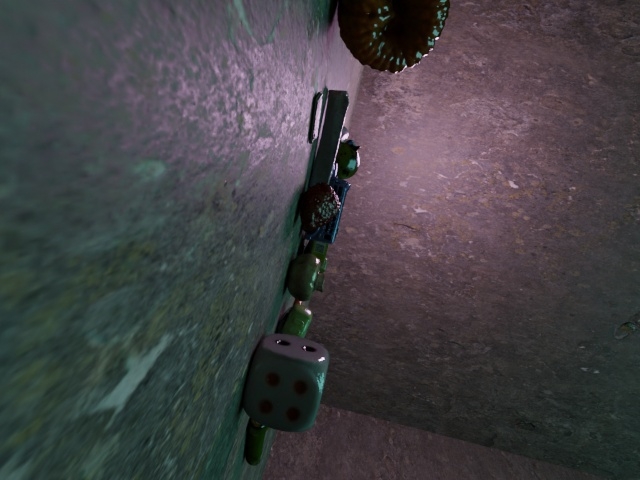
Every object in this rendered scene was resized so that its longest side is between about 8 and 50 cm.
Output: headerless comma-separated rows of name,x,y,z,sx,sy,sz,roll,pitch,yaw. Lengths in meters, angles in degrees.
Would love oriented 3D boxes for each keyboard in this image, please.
keyboard,-0.013,-0.312,1.029,0.129,0.015,0.049,101,4,-46

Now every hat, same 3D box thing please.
hat,0.137,-0.626,1.012,0.285,0.286,0.400,101,-23,-43

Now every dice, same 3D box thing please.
dice,-0.086,0.366,1.053,0.194,0.192,0.193,-21,124,-85

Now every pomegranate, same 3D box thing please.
pomegranate,0.071,-0.278,1.555,0.156,0.156,0.220,-72,177,-59

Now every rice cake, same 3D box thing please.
rice cake,0.024,-0.291,1.282,0.056,0.073,0.364,-74,177,-72

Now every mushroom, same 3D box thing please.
mushroom,-0.046,0.125,1.366,0.166,0.127,0.166,-168,-90,-86

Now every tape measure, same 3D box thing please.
tape measure,-0.100,0.314,1.459,0.175,0.106,0.200,-63,179,13

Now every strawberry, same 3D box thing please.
strawberry,-0.002,-0.100,1.202,0.131,0.131,0.148,100,-4,-49

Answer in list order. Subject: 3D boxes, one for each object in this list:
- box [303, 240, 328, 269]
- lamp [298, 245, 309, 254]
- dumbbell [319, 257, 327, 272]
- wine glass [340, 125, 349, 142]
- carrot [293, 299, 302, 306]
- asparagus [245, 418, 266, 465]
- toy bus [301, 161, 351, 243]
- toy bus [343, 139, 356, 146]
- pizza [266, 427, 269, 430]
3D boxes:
box,-0.028,0.059,1.611,0.260,0.062,0.175,120,-15,-59
lamp,-0.077,0.083,1.530,0.054,0.041,0.121,-97,-157,-75
dumbbell,0.000,0.000,1.843,0.121,0.108,0.301,101,4,-74
wine glass,0.074,-0.419,1.660,0.155,0.074,0.073,-73,176,-57
carrot,-0.106,0.298,1.901,0.191,0.047,0.047,-79,-179,-53
asparagus,-0.214,0.660,1.317,0.067,0.060,0.277,-106,-157,-54
toy bus,0.026,-0.141,1.418,0.125,0.133,0.291,-58,162,-80
toy bus,0.088,-0.363,1.712,0.153,0.061,0.051,-48,-153,-4
pizza,-0.162,0.511,1.450,0.287,0.075,0.279,-69,173,-67
